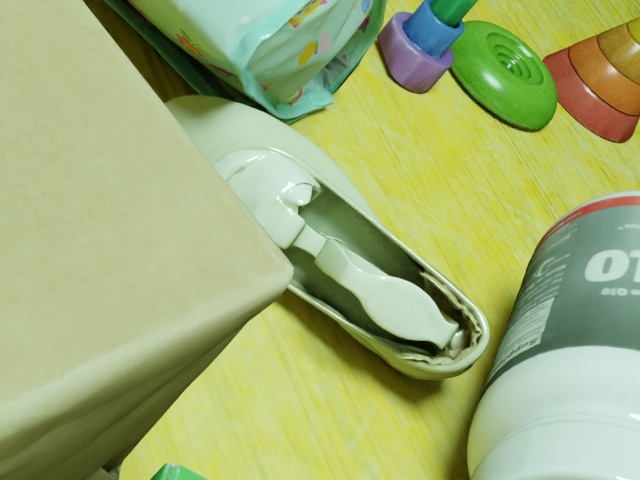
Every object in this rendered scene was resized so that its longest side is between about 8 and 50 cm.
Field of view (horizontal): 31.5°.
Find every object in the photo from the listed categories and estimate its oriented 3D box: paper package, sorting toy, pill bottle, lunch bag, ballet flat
[{"bbox_3d":[-0.227,-0.020,0.422,0.325,0.168,0.309,51,38,12],"label":"paper package"},{"bbox_3d":[0.214,-0.185,1.043,0.365,0.126,0.127,2,51,-43],"label":"sorting toy"},{"bbox_3d":[0.180,0.100,0.679,0.161,0.161,0.283,39,35,-4],"label":"pill bottle"},{"bbox_3d":[-0.068,-0.196,0.755,0.223,0.160,0.262,44,0,6],"label":"lunch bag"},{"bbox_3d":[0.000,0.000,0.674,0.248,0.086,0.086,36,36,-7],"label":"ballet flat"}]

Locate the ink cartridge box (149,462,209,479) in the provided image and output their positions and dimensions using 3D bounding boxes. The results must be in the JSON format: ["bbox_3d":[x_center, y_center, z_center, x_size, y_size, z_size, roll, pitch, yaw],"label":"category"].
[{"bbox_3d":[-0.038,0.213,0.421,0.153,0.087,0.208,33,36,-13],"label":"ink cartridge box"}]
